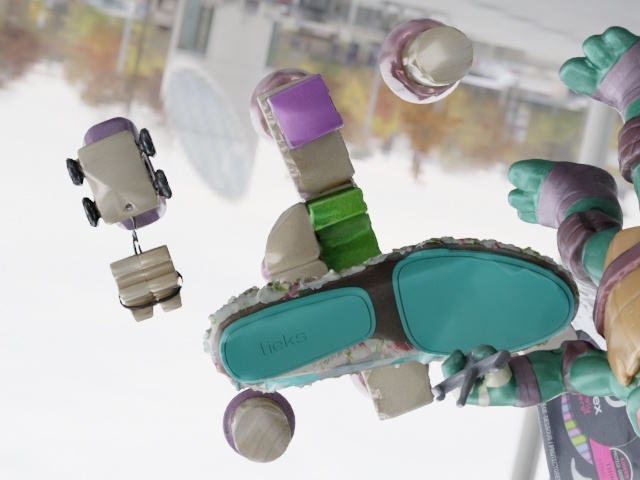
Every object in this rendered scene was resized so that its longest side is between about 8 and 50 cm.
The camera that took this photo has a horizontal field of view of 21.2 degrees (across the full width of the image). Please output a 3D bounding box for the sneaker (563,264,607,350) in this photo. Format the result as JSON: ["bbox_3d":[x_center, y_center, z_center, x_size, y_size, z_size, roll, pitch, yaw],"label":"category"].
[{"bbox_3d":[0.282,0.089,1.393,0.080,0.094,0.212,-23,-138,-28],"label":"sneaker"}]

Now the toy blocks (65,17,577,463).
[{"bbox_3d":[0.000,0.000,1.328,0.309,0.288,0.260,-21,-174,-3],"label":"toy blocks"}]

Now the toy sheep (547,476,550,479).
[{"bbox_3d":[0.266,0.259,1.709,0.091,0.091,0.132,5,-129,-46],"label":"toy sheep"}]

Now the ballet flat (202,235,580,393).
[{"bbox_3d":[0.043,0.040,1.102,0.241,0.091,0.077,-7,-166,2],"label":"ballet flat"}]

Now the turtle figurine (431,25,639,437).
[{"bbox_3d":[0.130,0.020,0.728,0.118,0.175,0.234,31,-148,-21],"label":"turtle figurine"}]

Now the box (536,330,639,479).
[{"bbox_3d":[0.339,0.141,1.567,0.143,0.165,0.270,3,158,-37],"label":"box"}]
